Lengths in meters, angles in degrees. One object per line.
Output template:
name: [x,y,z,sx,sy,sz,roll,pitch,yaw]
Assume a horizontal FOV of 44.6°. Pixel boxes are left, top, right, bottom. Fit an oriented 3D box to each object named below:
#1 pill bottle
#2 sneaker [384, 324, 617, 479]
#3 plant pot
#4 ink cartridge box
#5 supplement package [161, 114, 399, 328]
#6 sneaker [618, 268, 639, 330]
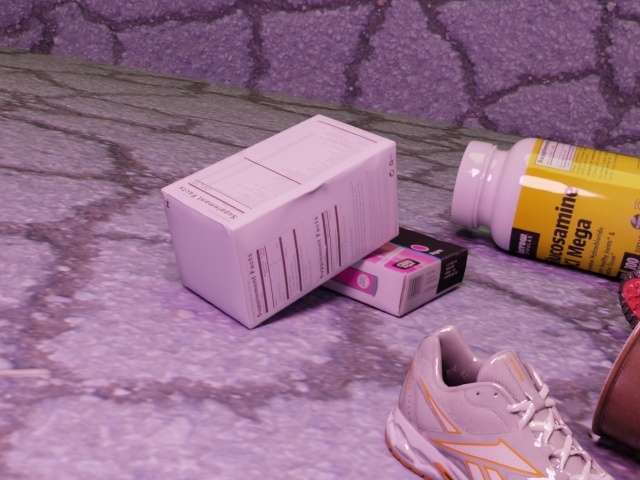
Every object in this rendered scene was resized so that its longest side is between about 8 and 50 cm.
pill bottle: [0.387,-0.057,1.236,0.334,0.188,0.188,14,18,18]
sneaker: [0.151,0.153,0.582,0.099,0.121,0.262,-8,24,-40]
plant pot: [0.354,0.142,0.673,0.165,0.167,0.167,31,27,34]
ink cartridge box: [0.000,0.000,1.087,0.371,0.069,0.175,17,20,31]
supplement package: [-0.040,-0.031,0.914,0.244,0.134,0.139,-30,40,-32]
sneaker: [0.494,0.111,0.953,0.262,0.104,0.125,27,14,24]
